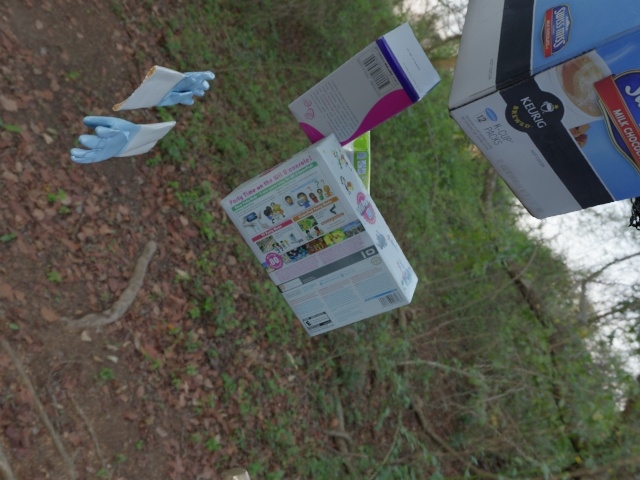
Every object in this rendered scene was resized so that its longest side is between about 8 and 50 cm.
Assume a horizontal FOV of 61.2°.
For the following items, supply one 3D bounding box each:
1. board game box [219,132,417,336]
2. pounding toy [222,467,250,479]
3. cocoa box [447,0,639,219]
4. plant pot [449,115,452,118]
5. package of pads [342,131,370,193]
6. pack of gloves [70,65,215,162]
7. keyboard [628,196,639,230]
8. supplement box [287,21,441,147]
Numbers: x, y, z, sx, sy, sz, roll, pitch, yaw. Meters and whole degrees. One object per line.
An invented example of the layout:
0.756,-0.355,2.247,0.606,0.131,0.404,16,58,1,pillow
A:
0.000,0.000,0.956,0.303,0.224,0.097,58,31,-14,board game box
-0.110,0.346,0.489,0.269,0.154,0.154,-36,117,-77,pounding toy
0.328,-0.244,0.651,0.231,0.228,0.347,39,53,-32,cocoa box
0.400,-0.327,1.122,0.188,0.167,0.187,28,-8,12,plant pot
0.087,-0.279,1.502,0.229,0.101,0.297,83,8,-56,package of pads
-0.263,-0.195,0.792,0.046,0.195,0.232,49,17,-4,pack of gloves
0.495,-0.039,0.799,0.100,0.038,0.192,31,58,-5,keyboard
0.069,-0.245,0.904,0.111,0.220,0.114,56,43,-11,supplement box
